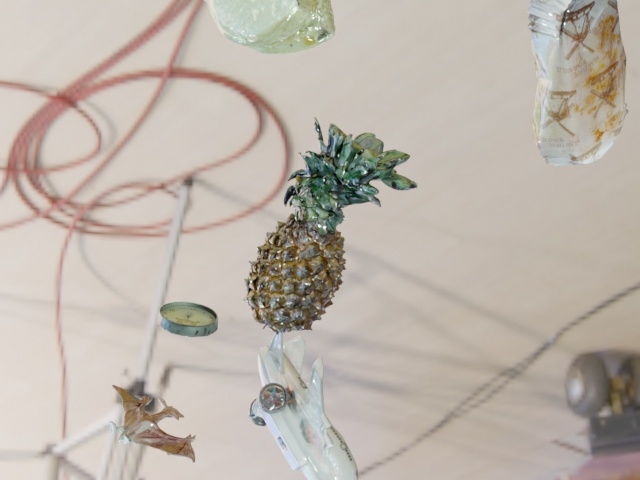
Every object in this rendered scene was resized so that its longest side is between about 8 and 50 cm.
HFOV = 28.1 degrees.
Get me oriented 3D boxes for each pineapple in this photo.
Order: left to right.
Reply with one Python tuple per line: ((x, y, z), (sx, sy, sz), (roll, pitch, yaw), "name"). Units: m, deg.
((0.000, 0.000, 1.132), (0.103, 0.083, 0.221), (31, 120, 8), "pineapple")

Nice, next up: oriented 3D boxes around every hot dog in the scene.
((0.281, -0.190, 1.399), (0.131, 0.069, 0.253), (-35, 136, -21), "hot dog")

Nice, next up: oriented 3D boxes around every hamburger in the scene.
((-0.046, -0.185, 0.889), (0.084, 0.121, 0.054), (-17, 171, 28), "hamburger")

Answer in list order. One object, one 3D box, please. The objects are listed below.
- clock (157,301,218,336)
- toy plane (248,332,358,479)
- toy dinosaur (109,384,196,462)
((-0.180, 0.107, 1.745), (0.085, 0.085, 0.017), (5, 110, -13), "clock")
((-0.027, 0.245, 1.688), (0.101, 0.255, 0.251), (-19, 167, -19), "toy plane")
((-0.241, 0.254, 1.788), (0.108, 0.220, 0.032), (-18, 128, -36), "toy dinosaur")
